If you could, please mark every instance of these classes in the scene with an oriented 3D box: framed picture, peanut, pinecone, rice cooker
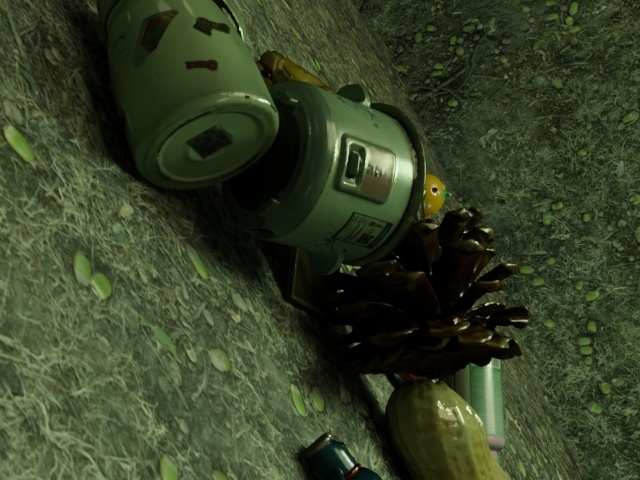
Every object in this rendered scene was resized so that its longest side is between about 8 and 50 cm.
[{"bbox_3d":[0.000,0.000,1.740,0.189,0.023,0.260,33,59,-60],"label":"framed picture"},{"bbox_3d":[0.231,0.395,1.766,0.340,0.158,0.174,66,15,-7],"label":"peanut"},{"bbox_3d":[0.174,0.061,1.709,0.384,0.384,0.384,54,17,-24],"label":"pinecone"},{"bbox_3d":[0.013,-0.100,1.528,0.317,0.264,0.316,2,87,-41],"label":"rice cooker"}]

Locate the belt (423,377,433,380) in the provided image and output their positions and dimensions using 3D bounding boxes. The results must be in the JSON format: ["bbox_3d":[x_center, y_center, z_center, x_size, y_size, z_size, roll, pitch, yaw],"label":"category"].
[{"bbox_3d":[0.263,0.224,2.205,0.128,0.124,0.201,53,32,-15],"label":"belt"}]

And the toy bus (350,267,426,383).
[{"bbox_3d":[0.164,0.161,2.015,0.121,0.120,0.265,30,34,-60],"label":"toy bus"}]

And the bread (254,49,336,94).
[{"bbox_3d":[-0.008,-0.195,1.969,0.314,0.191,0.370,48,19,-39],"label":"bread"}]

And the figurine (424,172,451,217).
[{"bbox_3d":[0.198,-0.084,2.372,0.124,0.222,0.324,58,16,-3],"label":"figurine"}]

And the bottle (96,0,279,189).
[{"bbox_3d":[-0.208,-0.263,1.419,0.229,0.229,0.351,34,28,-60],"label":"bottle"}]

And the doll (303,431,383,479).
[{"bbox_3d":[0.038,0.340,1.374,0.152,0.085,0.114,52,3,5],"label":"doll"}]

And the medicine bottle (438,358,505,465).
[{"bbox_3d":[0.306,0.348,2.001,0.133,0.133,0.274,35,51,-58],"label":"medicine bottle"}]
